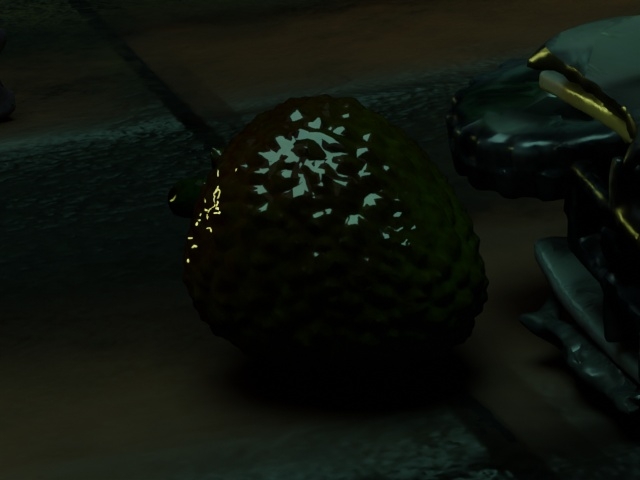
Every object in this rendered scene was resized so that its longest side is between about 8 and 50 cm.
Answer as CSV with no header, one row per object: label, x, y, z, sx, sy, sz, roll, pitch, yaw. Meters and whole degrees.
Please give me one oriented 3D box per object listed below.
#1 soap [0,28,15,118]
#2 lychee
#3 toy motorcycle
soap,-0.294,-0.117,1.206,0.122,0.065,0.203,-17,23,-28
lychee,0.000,0.000,0.743,0.146,0.114,0.114,30,37,31
toy motorcycle,0.176,-0.010,0.684,0.188,0.143,0.327,-10,28,-13
